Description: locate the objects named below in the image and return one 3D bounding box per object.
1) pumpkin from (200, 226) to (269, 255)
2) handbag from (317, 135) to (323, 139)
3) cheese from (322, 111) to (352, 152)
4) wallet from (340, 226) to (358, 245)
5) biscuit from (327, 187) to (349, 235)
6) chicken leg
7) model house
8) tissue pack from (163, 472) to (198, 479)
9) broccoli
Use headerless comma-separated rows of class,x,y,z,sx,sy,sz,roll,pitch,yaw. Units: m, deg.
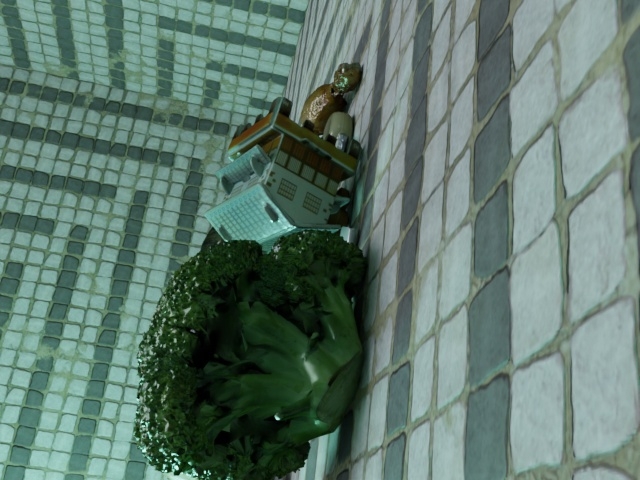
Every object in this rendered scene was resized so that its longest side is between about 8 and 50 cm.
pumpkin,-0.152,0.074,1.733,0.327,0.257,0.292,170,124,-81
handbag,-0.019,-0.140,1.806,0.229,0.062,0.179,122,154,-69
cheese,0.034,-0.192,1.517,0.171,0.047,0.092,-93,14,-57
wallet,0.038,0.038,1.267,0.061,0.025,0.122,-163,84,-84
biscuit,0.000,0.000,1.404,0.183,0.043,0.280,-54,24,25
chicken leg,0.023,-0.297,1.631,0.251,0.087,0.107,134,135,-65
model house,-0.066,-0.094,1.354,0.224,0.198,0.215,-18,50,56
tissue pack,-0.349,0.506,2.178,0.239,0.238,0.306,-90,13,-52
broccoli,-0.097,0.170,1.103,0.413,0.310,0.321,-42,-10,-36
